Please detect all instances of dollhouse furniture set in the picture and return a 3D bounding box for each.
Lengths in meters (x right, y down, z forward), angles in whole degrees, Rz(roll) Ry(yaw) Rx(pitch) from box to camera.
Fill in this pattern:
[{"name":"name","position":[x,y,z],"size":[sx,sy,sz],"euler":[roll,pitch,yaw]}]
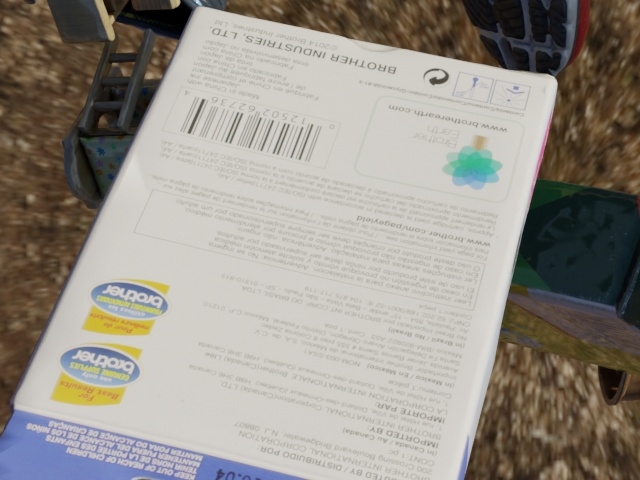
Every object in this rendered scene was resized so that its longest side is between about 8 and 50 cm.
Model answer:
[{"name":"dollhouse furniture set","position":[-0.082,-0.108,1.118],"size":[0.182,0.101,0.161],"euler":[-1,129,21]}]

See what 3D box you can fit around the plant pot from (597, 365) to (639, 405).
[{"name":"plant pot","position":[0.322,0.057,1.410],"size":[0.165,0.167,0.167],"euler":[3,91,0]}]

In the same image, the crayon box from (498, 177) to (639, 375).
[{"name":"crayon box","position":[0.148,0.021,1.194],"size":[0.318,0.202,0.081],"euler":[12,78,47]}]

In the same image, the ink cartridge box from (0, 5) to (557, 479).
[{"name":"ink cartridge box","position":[-0.013,0.028,0.761],"size":[0.186,0.311,0.065],"euler":[12,137,8]}]

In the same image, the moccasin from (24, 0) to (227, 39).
[{"name":"moccasin","position":[-0.236,-0.267,1.472],"size":[0.342,0.116,0.137],"euler":[14,135,-10]}]

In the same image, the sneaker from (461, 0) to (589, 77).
[{"name":"sneaker","position":[0.153,-0.235,1.074],"size":[0.118,0.107,0.279],"euler":[-20,119,-33]}]
